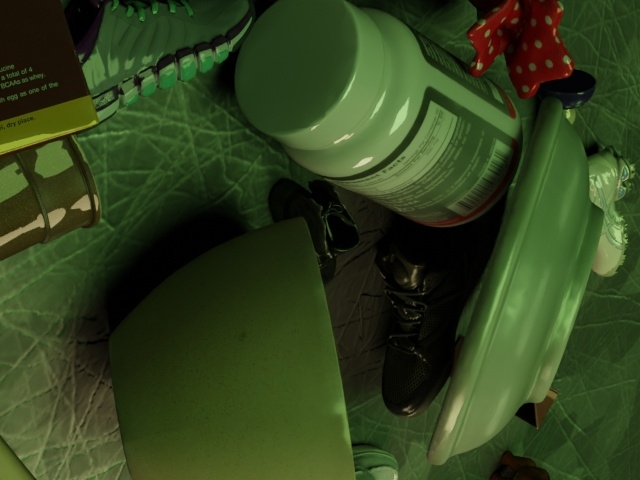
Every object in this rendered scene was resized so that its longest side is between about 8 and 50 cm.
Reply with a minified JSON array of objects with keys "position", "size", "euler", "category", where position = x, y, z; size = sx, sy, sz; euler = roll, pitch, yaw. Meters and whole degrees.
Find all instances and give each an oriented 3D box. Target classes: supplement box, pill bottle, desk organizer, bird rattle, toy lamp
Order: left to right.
[{"position":[-0.270,-0.136,1.030],"size":[0.191,0.129,0.194],"euler":[-19,95,-17],"category":"supplement box"},{"position":[0.056,-0.121,1.493],"size":[0.283,0.161,0.161],"euler":[23,93,-52],"category":"pill bottle"},{"position":[0.208,0.164,1.861],"size":[0.047,0.130,0.050],"euler":[30,90,-53],"category":"desk organizer"},{"position":[0.185,-0.257,1.529],"size":[0.207,0.143,0.253],"euler":[85,-4,-85],"category":"bird rattle"},{"position":[0.275,-0.060,1.849],"size":[0.080,0.080,0.275],"euler":[-27,131,-37],"category":"toy lamp"}]

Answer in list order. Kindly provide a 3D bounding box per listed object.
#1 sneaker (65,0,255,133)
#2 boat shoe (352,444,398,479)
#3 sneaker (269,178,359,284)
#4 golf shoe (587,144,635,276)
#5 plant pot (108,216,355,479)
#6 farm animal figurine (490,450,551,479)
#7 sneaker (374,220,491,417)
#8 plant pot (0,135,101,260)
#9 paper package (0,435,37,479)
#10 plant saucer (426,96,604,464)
[{"position":[-0.146,-0.174,1.298],"size":[0.223,0.083,0.098],"euler":[-36,130,-29],"category":"sneaker"},{"position":[0.020,0.286,1.755],"size":[0.227,0.081,0.079],"euler":[-8,117,-46],"category":"boat shoe"},{"position":[0.002,-0.002,1.559],"size":[0.051,0.089,0.170],"euler":[-45,139,-21],"category":"sneaker"},{"position":[0.329,-0.030,1.956],"size":[0.086,0.069,0.176],"euler":[-15,121,-20],"category":"golf shoe"},{"position":[-0.085,0.135,1.433],"size":[0.191,0.284,0.284],"euler":[-10,126,-5],"category":"plant pot"},{"position":[0.227,0.452,2.016],"size":[0.330,0.172,0.327],"euler":[-39,136,-27],"category":"farm animal figurine"},{"position":[0.097,0.076,1.721],"size":[0.130,0.087,0.227],"euler":[17,95,-50],"category":"sneaker"},{"position":[-0.276,-0.042,1.173],"size":[0.165,0.167,0.167],"euler":[-33,134,-22],"category":"plant pot"},{"position":[-0.355,0.280,1.254],"size":[0.309,0.168,0.325],"euler":[-47,139,-20],"category":"paper package"},{"position":[0.216,0.053,1.663],"size":[0.400,0.100,0.400],"euler":[18,90,-84],"category":"plant saucer"}]
